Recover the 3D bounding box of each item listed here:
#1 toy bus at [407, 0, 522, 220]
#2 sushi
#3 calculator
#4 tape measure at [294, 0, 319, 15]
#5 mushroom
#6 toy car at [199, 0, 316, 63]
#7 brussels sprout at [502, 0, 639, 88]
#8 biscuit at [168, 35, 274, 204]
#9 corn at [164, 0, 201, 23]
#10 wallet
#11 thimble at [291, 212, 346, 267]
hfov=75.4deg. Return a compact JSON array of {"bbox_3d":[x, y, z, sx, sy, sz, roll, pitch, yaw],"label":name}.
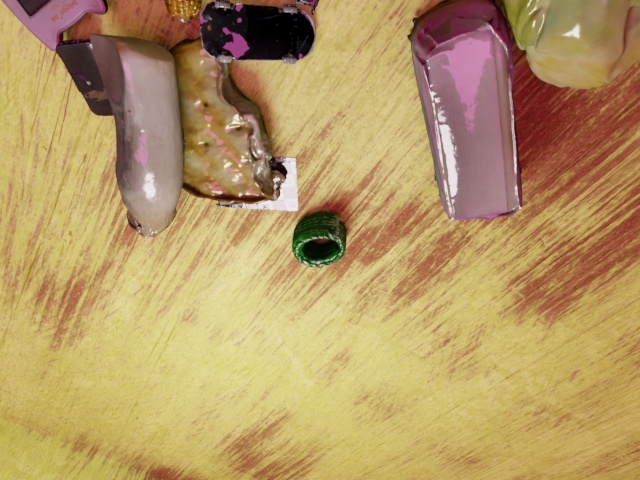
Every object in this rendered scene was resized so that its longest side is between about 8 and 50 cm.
[{"bbox_3d":[0.273,-0.221,0.744,0.171,0.162,0.387,-13,122,16],"label":"toy bus"},{"bbox_3d":[-0.154,-0.122,0.940,0.200,0.031,0.139,3,126,5],"label":"sushi"},{"bbox_3d":[-0.510,-0.502,0.710,0.194,0.043,0.294,-22,117,21],"label":"calculator"},{"bbox_3d":[-0.027,-0.442,0.686,0.094,0.054,0.091,29,122,-21],"label":"tape measure"},{"bbox_3d":[-0.336,-0.169,0.795,0.177,0.126,0.398,29,127,36],"label":"mushroom"},{"bbox_3d":[-0.108,-0.363,0.728,0.204,0.056,0.096,-7,115,-20],"label":"toy car"},{"bbox_3d":[0.398,-0.382,0.537,0.343,0.268,0.345,-7,115,-15],"label":"brussels sprout"},{"bbox_3d":[-0.218,-0.237,0.831,0.328,0.078,0.335,23,122,0],"label":"biscuit"},{"bbox_3d":[-0.227,-0.470,0.681,0.068,0.068,0.208,12,126,-2],"label":"corn"},{"bbox_3d":[-0.447,-0.316,0.817,0.082,0.018,0.157,-3,141,0],"label":"wallet"},{"bbox_3d":[0.000,0.000,0.974,0.130,0.090,0.118,-33,118,27],"label":"thimble"}]
